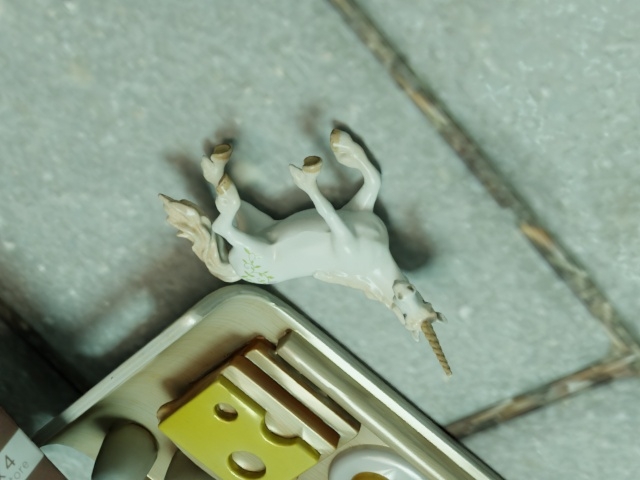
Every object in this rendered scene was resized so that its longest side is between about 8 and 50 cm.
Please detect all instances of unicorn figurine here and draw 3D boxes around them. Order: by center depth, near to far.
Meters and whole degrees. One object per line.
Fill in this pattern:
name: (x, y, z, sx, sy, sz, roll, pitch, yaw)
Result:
unicorn figurine: (0.000, 0.000, 0.718, 0.162, 0.060, 0.111, 6, 131, 36)

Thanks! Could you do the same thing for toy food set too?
toy food set: (-0.023, 0.179, 0.837, 0.306, 0.092, 0.219, 40, 130, -14)

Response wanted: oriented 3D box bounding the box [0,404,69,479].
box: (-0.322, 0.219, 0.862, 0.381, 0.191, 0.143, -15, 120, 47)
